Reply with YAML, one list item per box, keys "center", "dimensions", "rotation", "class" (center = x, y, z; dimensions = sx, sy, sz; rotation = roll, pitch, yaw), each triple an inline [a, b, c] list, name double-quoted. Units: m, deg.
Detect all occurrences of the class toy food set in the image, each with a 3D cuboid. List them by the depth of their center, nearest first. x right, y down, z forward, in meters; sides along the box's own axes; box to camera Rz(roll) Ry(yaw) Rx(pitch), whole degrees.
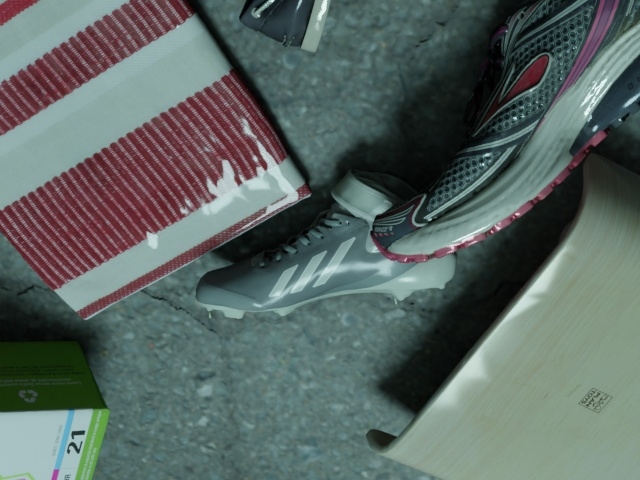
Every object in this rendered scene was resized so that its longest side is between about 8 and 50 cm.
- center: [0.207, 0.096, 1.014]
  dimensions: [0.220, 0.092, 0.306]
  rotation: [25, 120, -18]
  class: "toy food set"

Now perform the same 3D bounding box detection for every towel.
- center: [-0.189, -0.114, 0.980]
  dimensions: [0.237, 0.037, 0.329]
  rotation: [-28, 112, 18]
  class: "towel"

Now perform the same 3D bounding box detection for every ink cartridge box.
- center: [-0.324, 0.185, 1.054]
  dimensions: [0.255, 0.097, 0.189]
  rotation: [1, 123, -30]
  class: "ink cartridge box"

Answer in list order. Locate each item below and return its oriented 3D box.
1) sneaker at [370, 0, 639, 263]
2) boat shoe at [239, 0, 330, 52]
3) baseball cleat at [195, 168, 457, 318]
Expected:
- center: [0.145, -0.098, 0.899]
  dimensions: [0.299, 0.121, 0.112]
  rotation: [-45, 88, 12]
  class: "sneaker"
- center: [-0.010, -0.226, 0.872]
  dimensions: [0.065, 0.075, 0.206]
  rotation: [13, 123, -2]
  class: "boat shoe"
- center: [0.000, 0.000, 1.000]
  dimensions: [0.206, 0.072, 0.109]
  rotation: [-7, 110, 1]
  class: "baseball cleat"
